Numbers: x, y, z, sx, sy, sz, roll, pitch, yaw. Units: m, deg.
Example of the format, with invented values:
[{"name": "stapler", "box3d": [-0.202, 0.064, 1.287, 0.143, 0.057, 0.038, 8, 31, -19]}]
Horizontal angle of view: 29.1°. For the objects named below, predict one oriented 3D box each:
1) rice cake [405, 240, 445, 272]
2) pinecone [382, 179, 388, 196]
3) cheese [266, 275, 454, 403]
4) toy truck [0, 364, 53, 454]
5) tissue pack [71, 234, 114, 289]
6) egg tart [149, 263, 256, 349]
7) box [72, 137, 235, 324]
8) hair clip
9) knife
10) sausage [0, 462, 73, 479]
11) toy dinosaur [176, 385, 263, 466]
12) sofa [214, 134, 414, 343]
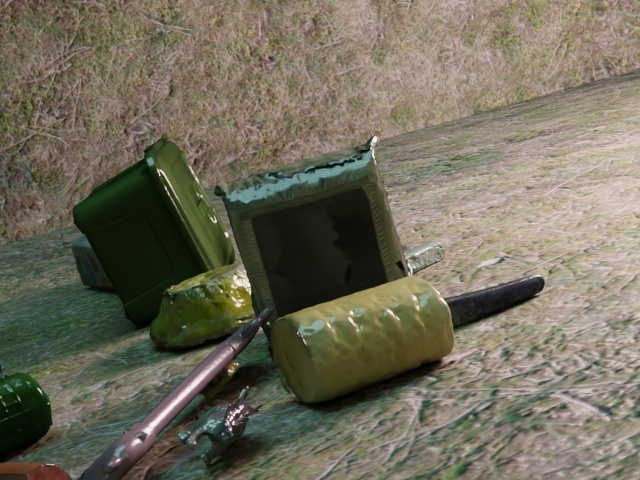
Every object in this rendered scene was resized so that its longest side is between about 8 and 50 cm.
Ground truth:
[{"name": "rice cake", "box3d": [0.104, 0.038, 1.692, 0.170, 0.029, 0.033, -22, 16, -35]}, {"name": "pinecone", "box3d": [0.028, -0.042, 1.924, 0.173, 0.174, 0.173, -15, 10, 3]}, {"name": "cheese", "box3d": [0.043, 0.101, 1.273, 0.167, 0.094, 0.123, -17, 4, -22]}, {"name": "toy truck", "box3d": [-0.423, 0.215, 1.362, 0.242, 0.101, 0.125, -20, 22, -35]}, {"name": "tissue pack", "box3d": [-0.348, 0.002, 2.251, 0.159, 0.145, 0.229, -20, 11, -26]}, {"name": "egg tart", "box3d": [-0.152, 0.085, 1.699, 0.197, 0.078, 0.197, -16, 8, 2]}, {"name": "box", "box3d": [-0.259, -0.010, 1.956, 0.177, 0.253, 0.329, -29, 9, 4]}, {"name": "hair clip", "box3d": [0.128, 0.086, 1.392, 0.275, 0.048, 0.083, -12, 8, -6]}, {"name": "knife", "box3d": [-0.144, 0.170, 1.281, 0.132, 0.038, 0.398, -49, -3, 25]}, {"name": "sausage", "box3d": [-0.306, 0.240, 1.155, 0.169, 0.065, 0.065, -9, 12, 38]}, {"name": "toy dinosaur", "box3d": [-0.095, 0.176, 1.181, 0.082, 0.039, 0.209, -39, 4, -14]}, {"name": "sofa", "box3d": [0.000, 0.000, 1.511, 0.210, 0.225, 0.176, -18, 14, 3]}]
